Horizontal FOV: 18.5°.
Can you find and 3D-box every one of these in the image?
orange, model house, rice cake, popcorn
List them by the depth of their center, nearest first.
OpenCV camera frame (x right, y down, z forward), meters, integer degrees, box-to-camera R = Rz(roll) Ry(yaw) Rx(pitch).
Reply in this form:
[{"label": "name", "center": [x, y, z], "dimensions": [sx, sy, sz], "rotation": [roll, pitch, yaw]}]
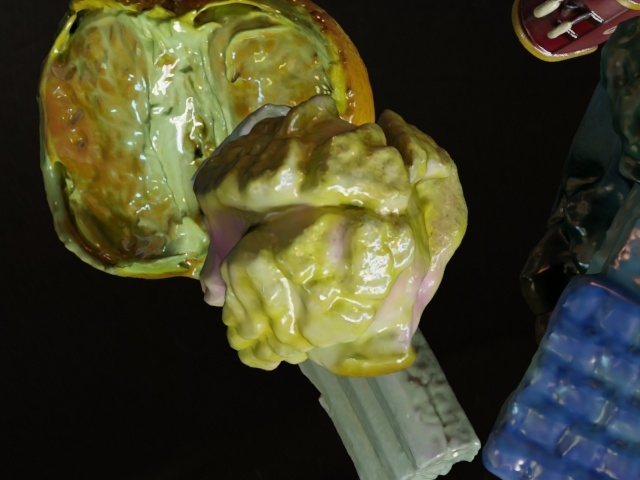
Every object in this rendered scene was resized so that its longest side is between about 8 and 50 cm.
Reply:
[{"label": "popcorn", "center": [0.000, 0.000, 0.900], "dimensions": [0.126, 0.145, 0.126], "rotation": [19, 52, -10]}, {"label": "model house", "center": [0.193, 0.115, 1.071], "dimensions": [0.251, 0.295, 0.329], "rotation": [24, 64, 5]}, {"label": "rice cake", "center": [0.005, 0.037, 1.142], "dimensions": [0.043, 0.127, 0.237], "rotation": [-25, 81, -25]}, {"label": "orange", "center": [-0.099, -0.094, 1.743], "dimensions": [0.334, 0.196, 0.263], "rotation": [-5, 86, 21]}]

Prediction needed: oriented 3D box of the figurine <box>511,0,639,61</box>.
[{"label": "figurine", "center": [0.214, -0.195, 1.548], "dimensions": [0.098, 0.154, 0.082], "rotation": [-31, 91, -37]}]
